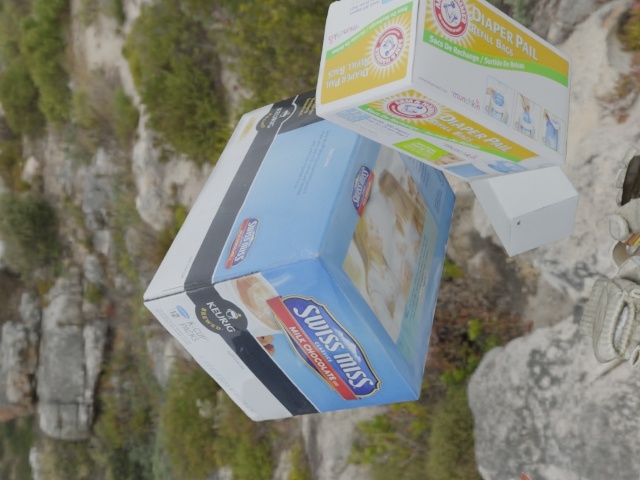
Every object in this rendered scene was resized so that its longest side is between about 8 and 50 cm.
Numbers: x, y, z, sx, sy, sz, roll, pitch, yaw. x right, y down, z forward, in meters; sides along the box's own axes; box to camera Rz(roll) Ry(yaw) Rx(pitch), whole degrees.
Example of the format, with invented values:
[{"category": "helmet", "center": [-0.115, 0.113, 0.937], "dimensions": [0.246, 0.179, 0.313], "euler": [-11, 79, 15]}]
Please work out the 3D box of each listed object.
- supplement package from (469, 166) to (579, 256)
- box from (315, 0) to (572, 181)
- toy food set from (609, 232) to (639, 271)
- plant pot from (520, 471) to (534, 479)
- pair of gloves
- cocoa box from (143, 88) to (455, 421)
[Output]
[{"category": "supplement package", "center": [0.291, -0.086, 1.153], "dimensions": [0.105, 0.105, 0.179], "euler": [73, 177, -56]}, {"category": "box", "center": [0.110, -0.133, 0.664], "dimensions": [0.114, 0.203, 0.103], "euler": [-8, 70, 50]}, {"category": "toy food set", "center": [0.758, -0.074, 1.657], "dimensions": [0.092, 0.220, 0.306], "euler": [41, 134, 19]}, {"category": "plant pot", "center": [0.308, 0.527, 1.105], "dimensions": [0.265, 0.272, 0.272], "euler": [-47, 26, -3]}, {"category": "pair of gloves", "center": [0.328, 0.012, 0.822], "dimensions": [0.204, 0.042, 0.240], "euler": [-50, -24, -80]}, {"category": "cocoa box", "center": [0.000, 0.000, 0.920], "dimensions": [0.228, 0.231, 0.347], "euler": [-14, 37, 29]}]
